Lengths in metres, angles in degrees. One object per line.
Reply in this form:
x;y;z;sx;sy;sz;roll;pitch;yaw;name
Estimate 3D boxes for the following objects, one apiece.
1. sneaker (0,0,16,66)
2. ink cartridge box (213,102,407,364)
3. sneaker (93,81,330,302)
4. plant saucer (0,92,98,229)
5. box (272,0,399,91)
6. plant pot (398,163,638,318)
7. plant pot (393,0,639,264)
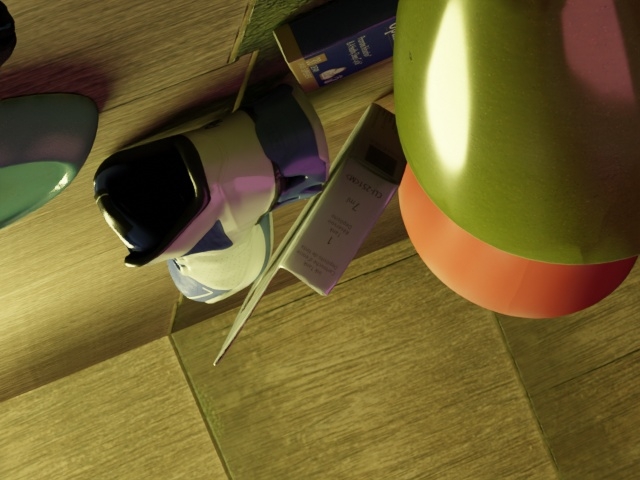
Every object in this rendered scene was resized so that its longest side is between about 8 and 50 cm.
-0.224;-0.094;1.131;0.121;0.079;0.217;-40;-176;2;sneaker
0.000;0.000;1.871;0.239;0.060;0.275;-58;-178;15;ink cartridge box
-0.127;-0.035;1.763;0.182;0.127;0.315;-16;164;-24;sneaker
-0.312;-0.027;1.492;0.317;0.044;0.317;-23;174;-3;plant saucer
0.077;-0.188;1.558;0.225;0.036;0.136;-25;173;3;box
0.232;-0.088;1.963;0.275;0.275;0.243;-21;162;-16;plant pot
0.163;-0.162;1.292;0.274;0.275;0.293;-23;157;2;plant pot
